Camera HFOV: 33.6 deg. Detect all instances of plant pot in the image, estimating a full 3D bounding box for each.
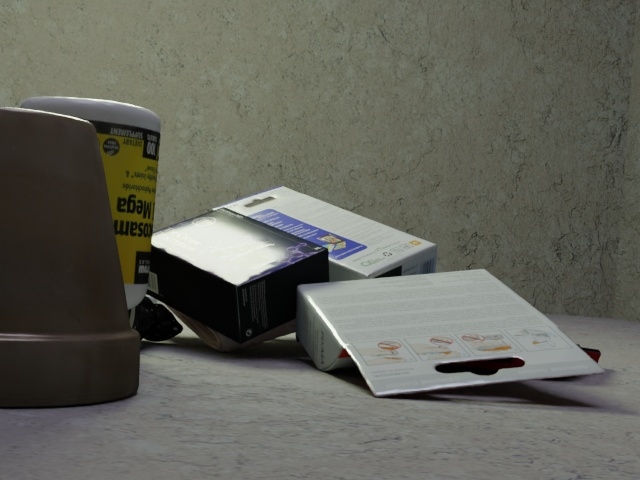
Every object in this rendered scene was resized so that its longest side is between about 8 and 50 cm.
[{"bbox_3d":[-0.340,0.009,1.091,0.323,0.280,0.323,4,0,0],"label":"plant pot"}]

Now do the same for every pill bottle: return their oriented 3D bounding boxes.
[{"bbox_3d":[-0.318,-0.014,1.412,0.188,0.334,0.188,4,0,0],"label":"pill bottle"}]

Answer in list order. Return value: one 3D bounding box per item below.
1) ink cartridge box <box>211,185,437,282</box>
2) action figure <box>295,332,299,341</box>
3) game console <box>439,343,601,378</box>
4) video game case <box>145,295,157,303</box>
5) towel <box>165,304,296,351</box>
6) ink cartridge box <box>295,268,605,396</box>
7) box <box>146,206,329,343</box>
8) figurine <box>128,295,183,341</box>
[{"bbox_3d":[0.000,0.000,1.790,0.371,0.069,0.175,25,33,38],"label":"ink cartridge box"},{"bbox_3d":[-0.041,0.111,1.918,0.164,0.141,0.276,-3,21,-18],"label":"action figure"},{"bbox_3d":[0.253,0.174,1.770,0.386,0.060,0.342,5,0,23],"label":"game console"},{"bbox_3d":[-0.452,0.116,1.823,0.204,0.025,0.285,-10,-9,34],"label":"video game case"},{"bbox_3d":[-0.091,0.070,1.777,0.332,0.053,0.317,-16,28,-28],"label":"towel"},{"bbox_3d":[0.158,0.147,1.443,0.308,0.091,0.385,-4,19,-14],"label":"ink cartridge box"},{"bbox_3d":[-0.138,0.046,1.651,0.184,0.103,0.261,-20,29,-39],"label":"box"},{"bbox_3d":[-0.339,0.119,1.620,0.215,0.092,0.209,4,-9,14],"label":"figurine"}]
